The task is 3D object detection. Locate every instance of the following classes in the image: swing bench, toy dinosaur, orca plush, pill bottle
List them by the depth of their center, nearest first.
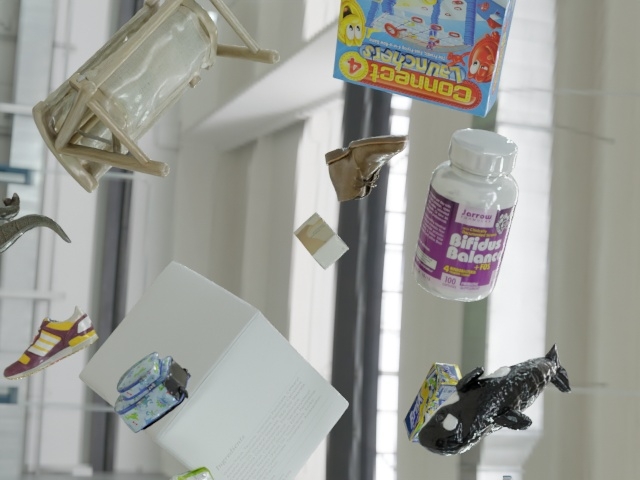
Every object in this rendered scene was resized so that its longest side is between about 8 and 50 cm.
[{"bbox_3d":[-0.461,-0.011,1.356,0.160,0.313,0.121,-67,179,-52],"label":"toy dinosaur"},{"bbox_3d":[-0.241,-0.214,1.545,0.255,0.165,0.253,-3,-138,55],"label":"swing bench"},{"bbox_3d":[0.291,0.267,1.735,0.102,0.287,0.151,40,-50,42],"label":"orca plush"},{"bbox_3d":[0.280,-0.050,2.140,0.169,0.169,0.301,-119,-147,-57],"label":"pill bottle"}]

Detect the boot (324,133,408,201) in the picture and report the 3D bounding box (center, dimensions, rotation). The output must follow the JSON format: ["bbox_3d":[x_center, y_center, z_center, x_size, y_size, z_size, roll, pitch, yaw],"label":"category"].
[{"bbox_3d":[0.102,-0.152,2.338,0.305,0.112,0.115,159,-74,-67],"label":"boot"}]

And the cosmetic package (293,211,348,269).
[{"bbox_3d":[0.000,0.000,1.998,0.060,0.041,0.115,-44,-152,0],"label":"cosmetic package"}]

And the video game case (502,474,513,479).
[{"bbox_3d":[0.262,0.423,1.549,0.119,0.015,0.166,64,28,-51],"label":"video game case"}]

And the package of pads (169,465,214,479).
[{"bbox_3d":[-0.228,0.586,2.044,0.229,0.101,0.296,-41,-109,30],"label":"package of pads"}]

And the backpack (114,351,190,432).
[{"bbox_3d":[-0.273,0.237,1.780,0.114,0.084,0.105,-40,-165,8],"label":"backpack"}]

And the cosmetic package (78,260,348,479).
[{"bbox_3d":[-0.221,0.320,2.403,0.329,0.393,0.327,26,-107,46],"label":"cosmetic package"}]

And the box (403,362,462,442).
[{"bbox_3d":[0.218,0.316,2.183,0.059,0.054,0.169,-104,-151,-50],"label":"box"}]

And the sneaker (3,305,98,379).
[{"bbox_3d":[-0.506,0.189,2.078,0.084,0.185,0.069,64,-7,-1],"label":"sneaker"}]

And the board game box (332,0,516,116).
[{"bbox_3d":[0.189,-0.407,2.048,0.086,0.308,0.302,-56,157,-50],"label":"board game box"}]
